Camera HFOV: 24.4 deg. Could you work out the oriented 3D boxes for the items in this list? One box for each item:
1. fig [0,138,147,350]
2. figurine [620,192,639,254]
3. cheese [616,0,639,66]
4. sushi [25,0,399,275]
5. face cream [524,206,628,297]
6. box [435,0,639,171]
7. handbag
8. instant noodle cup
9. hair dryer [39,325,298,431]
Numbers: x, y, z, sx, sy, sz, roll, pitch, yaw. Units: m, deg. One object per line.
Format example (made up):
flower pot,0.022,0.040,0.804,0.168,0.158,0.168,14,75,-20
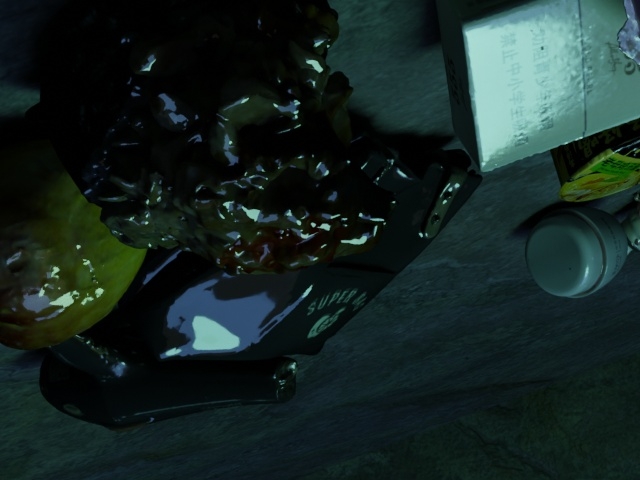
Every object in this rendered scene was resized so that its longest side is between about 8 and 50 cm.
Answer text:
fig,-0.183,-0.028,1.172,0.257,0.159,0.159,-36,171,-28
figurine,0.446,-0.034,2.010,0.146,0.081,0.098,-18,120,4
cheese,0.332,-0.236,1.088,0.189,0.074,0.286,27,111,-32
sushi,-0.069,-0.066,1.005,0.238,0.218,0.225,-4,152,-46
face cream,0.329,0.013,1.904,0.104,0.117,0.117,-15,164,-45
box,0.228,-0.170,1.198,0.259,0.071,0.168,-20,135,-7
handbag,0.000,0.000,1.444,0.288,0.152,0.342,-40,160,23
instant noodle cup,0.278,-0.121,1.423,0.151,0.122,0.151,-18,162,-6
hair dryer,-0.221,0.111,1.517,0.304,0.120,0.359,0,160,29
